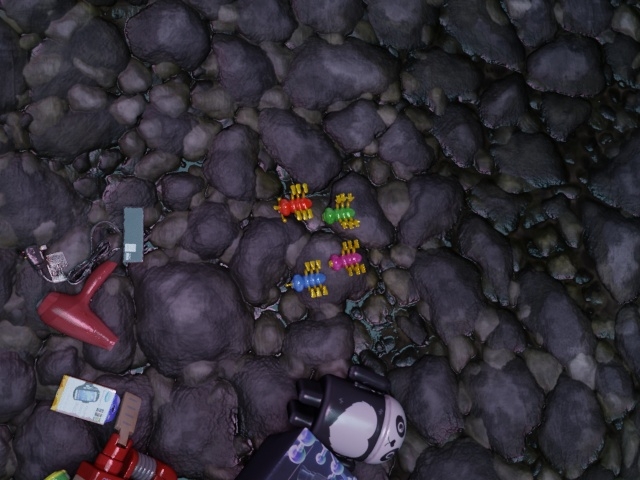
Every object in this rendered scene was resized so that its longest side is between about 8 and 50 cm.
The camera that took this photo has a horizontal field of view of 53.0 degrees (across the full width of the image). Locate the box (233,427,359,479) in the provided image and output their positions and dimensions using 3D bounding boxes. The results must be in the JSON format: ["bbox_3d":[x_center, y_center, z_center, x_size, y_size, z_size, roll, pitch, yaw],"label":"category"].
[{"bbox_3d":[-0.026,0.658,1.396,0.395,0.212,0.293,46,55,-5],"label":"box"}]

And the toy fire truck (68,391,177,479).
[{"bbox_3d":[-0.410,0.480,1.405,0.217,0.159,0.246,41,65,-39],"label":"toy fire truck"}]

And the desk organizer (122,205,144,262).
[{"bbox_3d":[-0.435,-0.012,1.498,0.047,0.050,0.130,0,84,-13],"label":"desk organizer"}]

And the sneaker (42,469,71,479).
[{"bbox_3d":[-0.576,0.632,1.363,0.124,0.109,0.295,16,89,12],"label":"sneaker"}]

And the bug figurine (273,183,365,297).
[{"bbox_3d":[0.000,0.000,1.584,0.217,0.072,0.278,-7,81,-19],"label":"bug figurine"}]

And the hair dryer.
[{"bbox_3d":[-0.529,0.114,1.449,0.224,0.080,0.293,-17,89,-14],"label":"hair dryer"}]

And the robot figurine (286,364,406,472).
[{"bbox_3d":[0.064,0.417,1.501,0.278,0.209,0.173,22,44,-9],"label":"robot figurine"}]

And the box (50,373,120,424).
[{"bbox_3d":[-0.526,0.362,1.452,0.136,0.028,0.081,21,80,-12],"label":"box"}]
